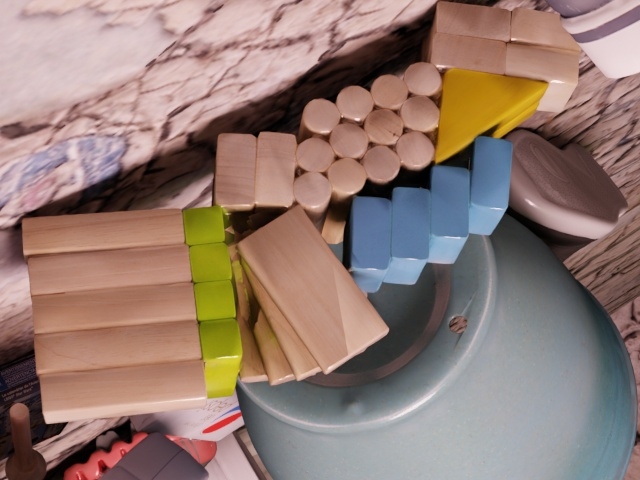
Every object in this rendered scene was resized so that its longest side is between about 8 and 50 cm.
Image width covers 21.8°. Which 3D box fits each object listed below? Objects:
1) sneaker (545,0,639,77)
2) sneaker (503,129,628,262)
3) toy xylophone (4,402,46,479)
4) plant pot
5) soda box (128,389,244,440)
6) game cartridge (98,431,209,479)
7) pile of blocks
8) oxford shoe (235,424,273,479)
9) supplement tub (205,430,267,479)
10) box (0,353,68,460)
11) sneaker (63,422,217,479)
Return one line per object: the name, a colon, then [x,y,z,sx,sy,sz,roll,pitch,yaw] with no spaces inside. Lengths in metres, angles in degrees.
sneaker: [0.136,-0.184,0.662,0.126,0.127,0.321,-33,-167,27]
sneaker: [0.157,-0.006,1.342,0.147,0.104,0.296,-42,169,16]
toy xylophone: [-0.245,0.217,1.034,0.236,0.081,0.322,-43,175,-13]
plant pot: [0.060,0.078,1.118,0.272,0.271,0.255,-33,149,3]
soda box: [-0.094,0.097,1.215,0.069,0.074,0.216,-34,167,5]
game cartridge: [-0.151,0.210,1.041,0.196,0.060,0.294,-55,178,1]
pile of blocks: [0.000,0.000,0.917,0.362,0.149,0.112,-29,166,-14]
oxford shoe: [-0.129,0.312,1.799,0.169,0.130,0.449,-12,155,-51]
supplement tub: [-0.164,0.303,1.541,0.272,0.191,0.191,-32,167,-4]
box: [-0.204,0.114,1.124,0.094,0.027,0.137,-22,163,-33]
sneaker: [-0.195,0.251,1.412,0.276,0.135,0.097,-30,165,-16]
